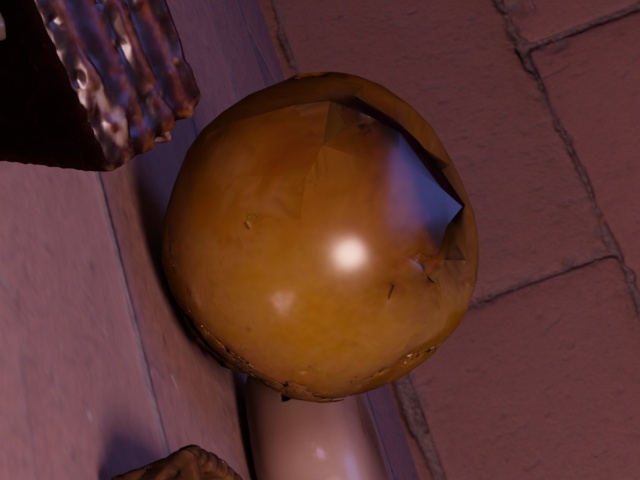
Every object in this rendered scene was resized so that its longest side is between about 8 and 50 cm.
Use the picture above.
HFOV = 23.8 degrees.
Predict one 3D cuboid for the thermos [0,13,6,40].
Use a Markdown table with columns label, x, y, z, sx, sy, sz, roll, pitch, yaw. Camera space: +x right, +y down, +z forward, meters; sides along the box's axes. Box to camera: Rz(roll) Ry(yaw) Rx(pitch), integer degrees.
| label | x | y | z | sx | sy | sz | roll | pitch | yaw |
| --- | --- | --- | --- | --- | --- | --- | --- | --- | --- |
| thermos | -0.171 | -0.113 | 0.526 | 0.137 | 0.105 | 0.193 | 37 | 5 | -8 |

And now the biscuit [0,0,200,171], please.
| label | x | y | z | sx | sy | sz | roll | pitch | yaw |
| --- | --- | --- | --- | --- | --- | --- | --- | --- | --- |
| biscuit | -0.169 | -0.207 | 0.636 | 0.073 | 0.107 | 0.388 | -42 | 125 | -36 |

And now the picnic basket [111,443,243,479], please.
| label | x | y | z | sx | sy | sz | roll | pitch | yaw |
| --- | --- | --- | --- | --- | --- | --- | --- | --- | --- |
| picnic basket | -0.051 | 0.174 | 0.782 | 0.193 | 0.055 | 0.110 | 57 | 12 | -65 |

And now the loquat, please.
| label | x | y | z | sx | sy | sz | roll | pitch | yaw |
| --- | --- | --- | --- | --- | --- | --- | --- | --- | --- |
| loquat | 0.000 | 0.000 | 1.069 | 0.235 | 0.235 | 0.235 | -21 | 90 | -85 |

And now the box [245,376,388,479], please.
| label | x | y | z | sx | sy | sz | roll | pitch | yaw |
| --- | --- | --- | --- | --- | --- | --- | --- | --- | --- |
| box | -0.001 | 0.165 | 1.156 | 0.200 | 0.088 | 0.146 | -102 | 168 | -57 |
